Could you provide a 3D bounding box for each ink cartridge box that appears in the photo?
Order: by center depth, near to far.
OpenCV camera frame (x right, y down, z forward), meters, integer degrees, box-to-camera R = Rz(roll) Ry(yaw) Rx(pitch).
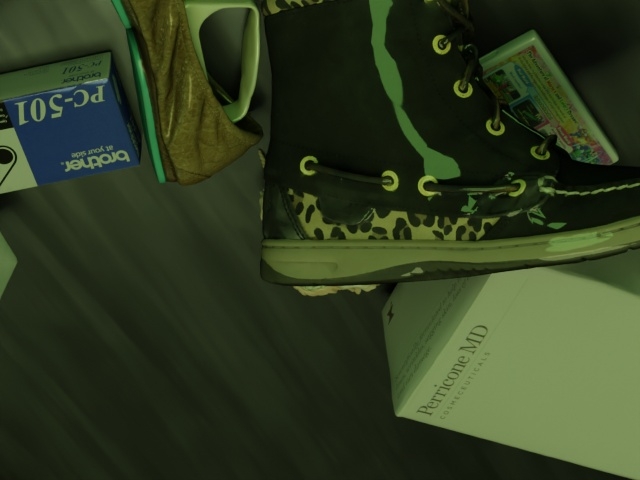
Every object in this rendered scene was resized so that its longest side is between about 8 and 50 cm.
[{"bbox_3d":[-0.268,-0.094,1.634,0.207,0.046,0.097,-12,128,7],"label":"ink cartridge box"}]

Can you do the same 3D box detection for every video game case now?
[{"bbox_3d":[0.165,-0.095,1.668,0.143,0.019,0.157,-28,123,18],"label":"video game case"}]

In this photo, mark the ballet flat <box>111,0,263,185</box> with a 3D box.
[{"bbox_3d":[-0.115,-0.190,1.532,0.124,0.116,0.342,-19,130,-4],"label":"ballet flat"}]

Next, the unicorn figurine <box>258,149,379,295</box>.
[{"bbox_3d":[0.000,0.000,1.708,0.111,0.060,0.162,-1,128,-2],"label":"unicorn figurine"}]

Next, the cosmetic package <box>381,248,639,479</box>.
[{"bbox_3d":[0.272,0.087,1.716,0.385,0.156,0.217,14,128,-18],"label":"cosmetic package"}]

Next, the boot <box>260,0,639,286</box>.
[{"bbox_3d":[0.120,-0.116,1.486,0.377,0.138,0.284,-7,90,17],"label":"boot"}]

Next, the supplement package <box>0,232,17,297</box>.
[{"bbox_3d":[-0.439,0.030,1.594,0.263,0.199,0.198,-8,130,23],"label":"supplement package"}]
